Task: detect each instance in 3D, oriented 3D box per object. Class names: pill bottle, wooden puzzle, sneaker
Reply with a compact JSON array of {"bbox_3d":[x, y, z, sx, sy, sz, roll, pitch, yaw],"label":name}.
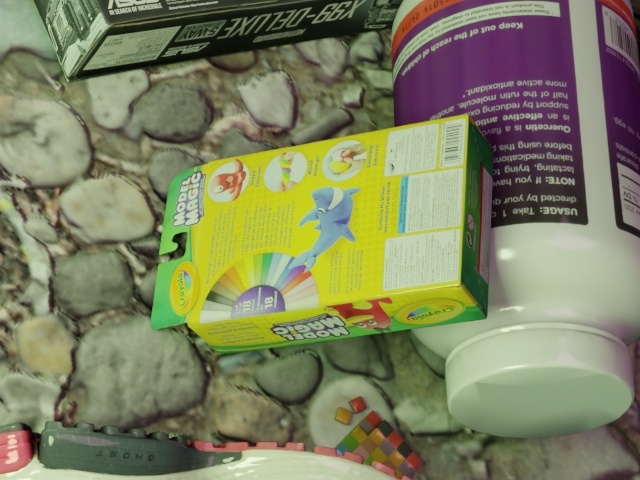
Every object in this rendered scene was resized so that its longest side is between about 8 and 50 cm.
[{"bbox_3d":[0.143,-0.033,1.218,0.181,0.181,0.323,14,59,-24],"label":"pill bottle"},{"bbox_3d":[0.038,0.146,1.169,0.083,0.006,0.049,48,51,1],"label":"wooden puzzle"},{"bbox_3d":[-0.066,0.177,1.032,0.299,0.121,0.112,7,76,-20],"label":"sneaker"}]

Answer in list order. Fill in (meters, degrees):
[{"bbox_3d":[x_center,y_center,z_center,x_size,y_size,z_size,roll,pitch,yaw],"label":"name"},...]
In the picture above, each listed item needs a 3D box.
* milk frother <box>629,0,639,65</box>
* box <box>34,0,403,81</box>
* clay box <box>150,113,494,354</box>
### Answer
[{"bbox_3d":[0.287,-0.189,1.398,0.134,0.143,0.129,17,101,-26],"label":"milk frother"},{"bbox_3d":[-0.086,-0.259,1.273,0.307,0.076,0.242,-15,73,-36],"label":"box"},{"bbox_3d":[0.000,0.000,1.129,0.053,0.222,0.127,47,41,-50],"label":"clay box"}]
